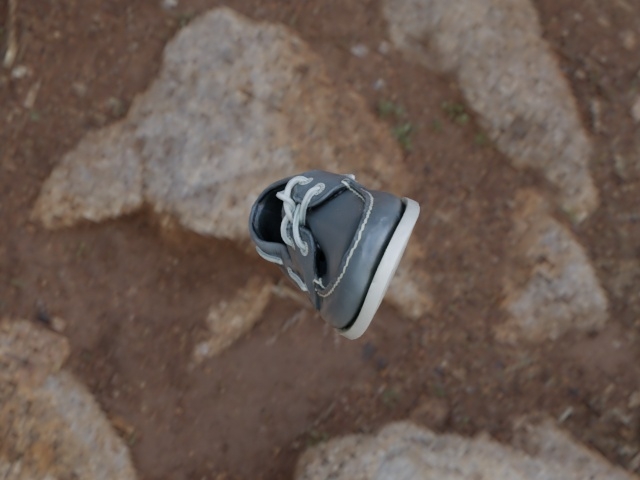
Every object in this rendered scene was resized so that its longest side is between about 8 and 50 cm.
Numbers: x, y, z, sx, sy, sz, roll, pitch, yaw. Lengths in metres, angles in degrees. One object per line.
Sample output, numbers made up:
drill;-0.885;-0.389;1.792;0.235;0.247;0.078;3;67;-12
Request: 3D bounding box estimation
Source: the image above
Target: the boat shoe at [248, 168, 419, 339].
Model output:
boat shoe;0.000;0.000;1.263;0.099;0.116;0.319;26;1;-8
